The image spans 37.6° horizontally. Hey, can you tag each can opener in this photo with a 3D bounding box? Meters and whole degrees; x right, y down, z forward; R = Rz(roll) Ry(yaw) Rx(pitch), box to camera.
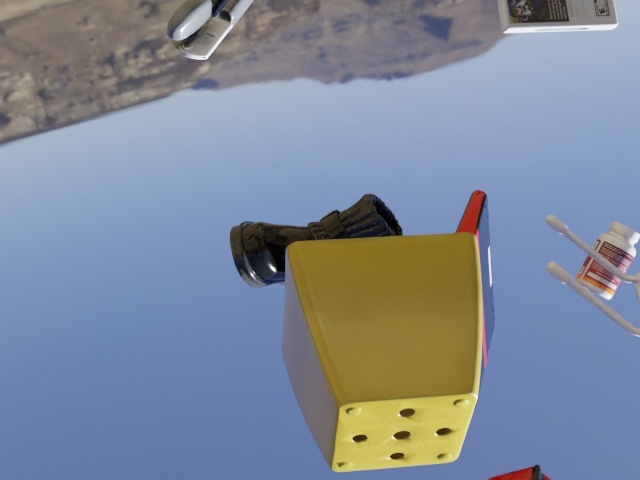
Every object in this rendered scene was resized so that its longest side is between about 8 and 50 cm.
[{"bbox_3d":[-0.171,-0.415,1.643,0.074,0.093,0.280,25,-129,7],"label":"can opener"}]

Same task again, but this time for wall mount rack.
[{"bbox_3d":[0.498,0.057,1.429,0.304,0.130,0.350,1,-160,12],"label":"wall mount rack"}]

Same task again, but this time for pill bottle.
[{"bbox_3d":[0.606,0.041,1.977,0.086,0.152,0.086,28,-177,-2],"label":"pill bottle"}]

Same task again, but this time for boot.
[{"bbox_3d":[-0.001,-0.004,1.872,0.260,0.131,0.348,-21,167,23],"label":"boot"}]

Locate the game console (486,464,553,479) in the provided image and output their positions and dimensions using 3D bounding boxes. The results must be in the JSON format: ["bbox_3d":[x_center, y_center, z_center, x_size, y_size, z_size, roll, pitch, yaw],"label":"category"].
[{"bbox_3d":[0.295,0.387,1.304,0.124,0.085,0.144,-20,-168,18],"label":"game console"}]

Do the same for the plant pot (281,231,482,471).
[{"bbox_3d":[0.074,0.134,1.036,0.212,0.212,0.187,-3,-132,-7],"label":"plant pot"}]

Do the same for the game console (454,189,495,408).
[{"bbox_3d":[0.312,0.137,1.987,0.060,0.386,0.342,3,-143,18],"label":"game console"}]

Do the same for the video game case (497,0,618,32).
[{"bbox_3d":[0.326,-0.389,1.335,0.173,0.190,0.022,-5,172,-13],"label":"video game case"}]
